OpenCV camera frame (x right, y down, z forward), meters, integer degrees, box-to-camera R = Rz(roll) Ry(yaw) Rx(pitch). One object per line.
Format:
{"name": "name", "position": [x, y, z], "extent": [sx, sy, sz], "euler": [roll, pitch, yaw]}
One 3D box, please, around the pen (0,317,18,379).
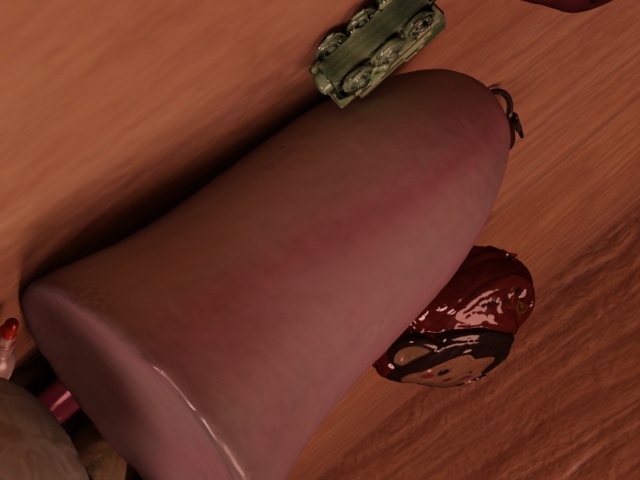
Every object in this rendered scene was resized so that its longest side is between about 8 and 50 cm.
{"name": "pen", "position": [-0.208, 0.108, 0.675], "extent": [0.026, 0.026, 0.218], "euler": [-28, 161, -46]}

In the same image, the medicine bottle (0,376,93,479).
{"name": "medicine bottle", "position": [-0.199, 0.140, 0.537], "extent": [0.147, 0.147, 0.143], "euler": [-48, 163, 26]}

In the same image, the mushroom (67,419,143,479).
{"name": "mushroom", "position": [-0.133, 0.253, 0.686], "extent": [0.130, 0.344, 0.247], "euler": [-10, 136, -1]}

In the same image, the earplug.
{"name": "earplug", "position": [0.000, 0.000, 0.674], "extent": [0.301, 0.172, 0.172], "euler": [-43, 169, -27]}

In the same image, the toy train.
{"name": "toy train", "position": [0.031, -0.108, 0.642], "extent": [0.083, 0.033, 0.053], "euler": [-42, 170, 2]}

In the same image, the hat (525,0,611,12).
{"name": "hat", "position": [0.168, -0.203, 0.605], "extent": [0.205, 0.089, 0.205], "euler": [-37, 171, -7]}

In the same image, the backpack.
{"name": "backpack", "position": [0.167, 0.089, 1.465], "extent": [0.229, 0.139, 0.229], "euler": [-22, 151, -13]}

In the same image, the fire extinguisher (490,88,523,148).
{"name": "fire extinguisher", "position": [0.116, -0.077, 0.971], "extent": [0.157, 0.045, 0.078], "euler": [-34, 143, -26]}

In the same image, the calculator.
{"name": "calculator", "position": [-0.152, 0.097, 0.788], "extent": [0.126, 0.034, 0.190], "euler": [-43, 172, 2]}
